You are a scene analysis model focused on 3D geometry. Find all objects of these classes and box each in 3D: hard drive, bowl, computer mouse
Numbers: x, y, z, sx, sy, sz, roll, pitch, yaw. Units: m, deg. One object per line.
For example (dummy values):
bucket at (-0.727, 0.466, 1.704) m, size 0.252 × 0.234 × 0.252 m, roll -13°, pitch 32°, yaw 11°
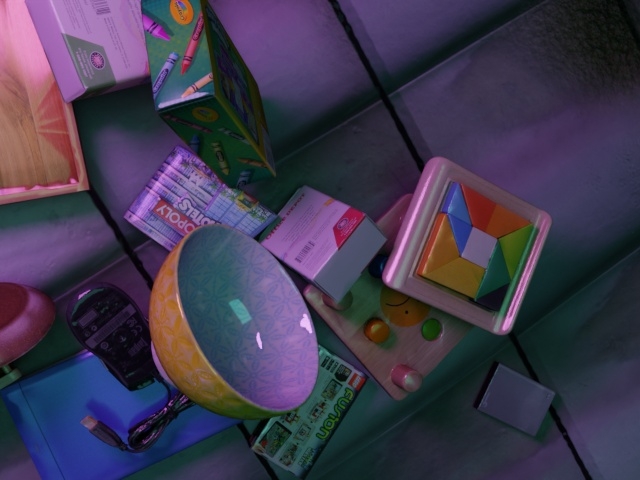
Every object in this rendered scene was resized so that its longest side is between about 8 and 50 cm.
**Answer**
hard drive at (0.358, 0.293, 1.308) m, size 0.135 × 0.022 × 0.094 m, roll 28°, pitch 87°, yaw -14°
bowl at (-0.151, 0.138, 1.028) m, size 0.156 × 0.289 × 0.289 m, roll -32°, pitch 103°, yaw 27°
hard drive at (-0.304, 0.258, 1.123) m, size 0.318 × 0.040 × 0.210 m, roll -24°, pitch 99°, yaw -12°
computer mouse at (-0.307, 0.194, 1.069) m, size 0.184 × 0.060 × 0.262 m, roll -47°, pitch 114°, yaw -12°

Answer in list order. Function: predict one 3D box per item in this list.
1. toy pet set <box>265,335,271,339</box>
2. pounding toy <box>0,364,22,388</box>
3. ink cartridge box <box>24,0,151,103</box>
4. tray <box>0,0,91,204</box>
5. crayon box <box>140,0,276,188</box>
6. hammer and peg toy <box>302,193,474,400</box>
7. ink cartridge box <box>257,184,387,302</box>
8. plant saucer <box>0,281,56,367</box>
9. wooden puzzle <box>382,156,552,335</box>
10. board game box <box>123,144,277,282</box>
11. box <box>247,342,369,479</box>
toy pet set at (-0.104, 0.143, 1.155) m, size 0.122 × 0.065 × 0.114 m, roll -31°, pitch 100°, yaw -10°
pounding toy at (-0.578, 0.202, 0.989) m, size 0.269 × 0.154 × 0.155 m, roll -33°, pitch 101°, yaw -11°
ink cartridge box at (-0.289, -0.304, 1.027) m, size 0.212 × 0.093 × 0.154 m, roll -27°, pitch 102°, yaw -36°
tray at (-0.479, -0.259, 1.029) m, size 0.202 × 0.076 × 0.411 m, roll -11°, pitch 97°, yaw -14°
crayon box at (-0.147, -0.201, 0.989) m, size 0.081 × 0.278 × 0.166 m, roll -15°, pitch 71°, yaw 8°
hammer and peg toy at (0.171, 0.053, 1.192) m, size 0.361 × 0.127 × 0.266 m, roll -44°, pitch 103°, yaw -11°
ink cartridge box at (0.000, 0.000, 1.114) m, size 0.127 × 0.175 × 0.072 m, roll -51°, pitch 128°, yaw -6°
plant saucer at (-0.475, 0.114, 0.990) m, size 0.198 × 0.199 × 0.036 m, roll -17°, pitch 124°, yaw -13°
wooden puzzle at (0.240, 0.012, 1.121) m, size 0.238 × 0.044 × 0.221 m, roll 24°, pitch 85°, yaw -16°
board game box at (-0.204, -0.018, 1.122) m, size 0.194 × 0.060 × 0.194 m, roll 36°, pitch 83°, yaw -14°
box at (-0.020, 0.287, 1.201) m, size 0.114 × 0.036 × 0.207 m, roll 35°, pitch 84°, yaw -14°
